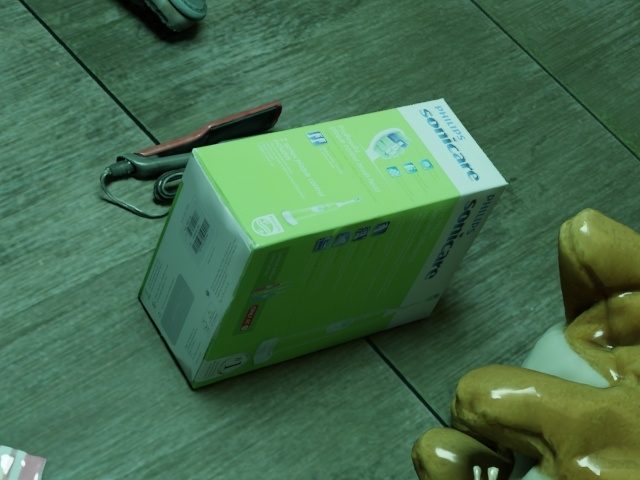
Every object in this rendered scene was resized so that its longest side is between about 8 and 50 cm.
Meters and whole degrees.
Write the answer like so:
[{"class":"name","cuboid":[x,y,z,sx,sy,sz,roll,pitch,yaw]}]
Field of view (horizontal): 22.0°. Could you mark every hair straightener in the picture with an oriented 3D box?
[{"class":"hair straightener","cuboid":[-0.115,-0.076,1.645,0.230,0.047,0.089,-16,59,-34]}]

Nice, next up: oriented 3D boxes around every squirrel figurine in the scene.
[{"class":"squirrel figurine","cuboid":[0.263,0.245,1.354,0.397,0.281,0.370,32,37,-4]}]

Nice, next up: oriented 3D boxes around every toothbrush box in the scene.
[{"class":"toothbrush box","cuboid":[0.000,0.000,1.518,0.283,0.206,0.122,-14,57,-32]}]

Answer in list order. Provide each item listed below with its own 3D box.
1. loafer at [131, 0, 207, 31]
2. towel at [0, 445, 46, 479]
[{"class":"loafer","cuboid":[-0.217,-0.321,1.815,0.096,0.084,0.267,13,41,-59]},{"class":"towel","cuboid":[-0.328,0.203,1.312,0.197,0.029,0.144,18,45,-9]}]
